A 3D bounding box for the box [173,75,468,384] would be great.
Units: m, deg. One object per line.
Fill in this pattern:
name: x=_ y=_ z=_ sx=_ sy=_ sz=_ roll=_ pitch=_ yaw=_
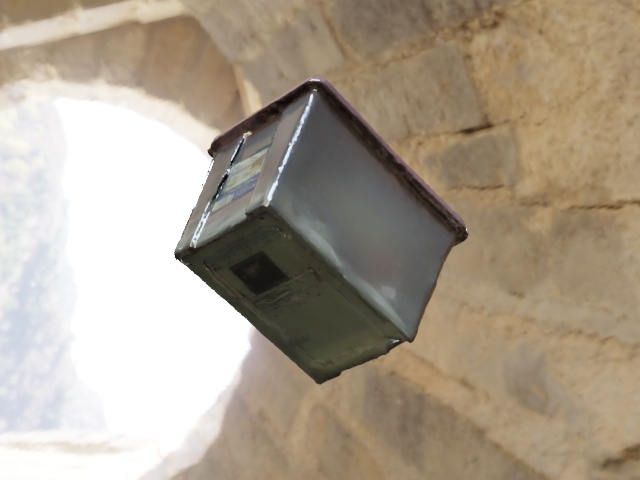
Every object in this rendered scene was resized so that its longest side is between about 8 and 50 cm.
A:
box: x=0.000 y=0.000 z=0.372 sx=0.060 sy=0.063 sz=0.085 roll=-27 pitch=-61 yaw=37
